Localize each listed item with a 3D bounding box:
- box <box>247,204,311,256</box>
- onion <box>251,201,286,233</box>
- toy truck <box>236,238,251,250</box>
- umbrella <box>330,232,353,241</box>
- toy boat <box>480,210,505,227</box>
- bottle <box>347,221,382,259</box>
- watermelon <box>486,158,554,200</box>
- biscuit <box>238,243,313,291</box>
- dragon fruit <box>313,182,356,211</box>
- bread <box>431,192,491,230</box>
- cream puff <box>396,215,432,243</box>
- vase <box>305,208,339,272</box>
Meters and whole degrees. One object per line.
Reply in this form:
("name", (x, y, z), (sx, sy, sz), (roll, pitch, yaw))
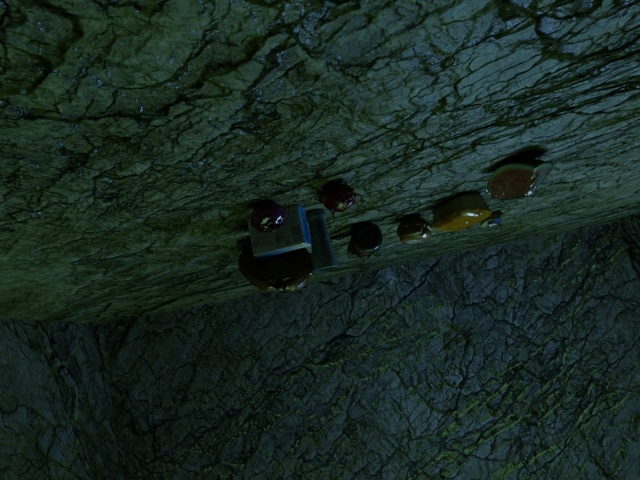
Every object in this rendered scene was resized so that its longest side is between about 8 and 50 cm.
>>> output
("box", (-0.143, -0.030, 1.766), (0.194, 0.139, 0.073), (-14, 168, 14))
("onion", (-0.167, -0.070, 1.648), (0.115, 0.104, 0.115), (-18, 155, -9))
("toy truck", (-0.223, 0.080, 2.168), (0.178, 0.176, 0.363), (-24, 167, 0))
("umbrella", (0.026, -0.002, 2.349), (0.269, 0.044, 0.044), (-16, 132, -8))
("toy boat", (0.866, -0.102, 2.583), (0.065, 0.066, 0.172), (-10, 170, -23))
("bottle", (0.197, 0.013, 2.302), (0.156, 0.143, 0.271), (-11, 170, -3))
("watermelon", (0.679, -0.231, 1.738), (0.146, 0.128, 0.231), (-36, -165, -27))
("biscuit", (-0.160, 0.076, 1.864), (0.296, 0.296, 0.075), (-6, 125, -23))
("dragon fruit", (0.033, -0.128, 1.611), (0.094, 0.094, 0.191), (-3, 177, -36))
("bread", (0.577, -0.112, 2.119), (0.174, 0.121, 0.245), (-6, 170, -29))
("cream puff", (0.419, -0.049, 2.279), (0.165, 0.115, 0.150), (-6, 165, 24))
("vase", (0.000, 0.000, 1.846), (0.096, 0.219, 0.096), (-10, 169, -2))
